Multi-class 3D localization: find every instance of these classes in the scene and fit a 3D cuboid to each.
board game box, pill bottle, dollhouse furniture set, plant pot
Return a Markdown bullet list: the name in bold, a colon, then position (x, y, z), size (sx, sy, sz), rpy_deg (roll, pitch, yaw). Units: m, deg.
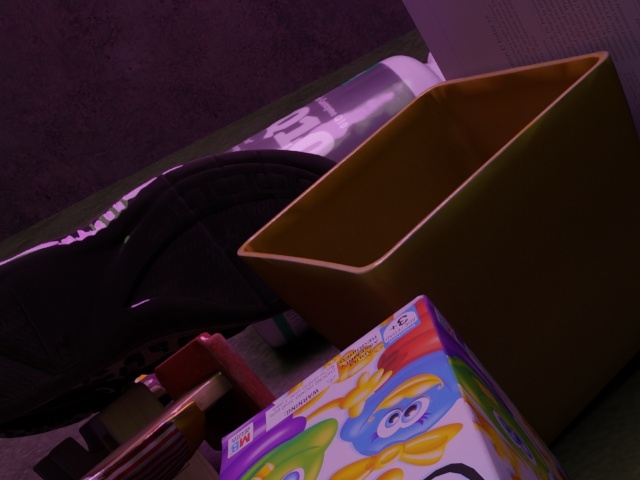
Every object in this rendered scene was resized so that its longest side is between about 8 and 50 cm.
- **board game box**: position (0.048, 0.158, 0.423), size (0.142, 0.144, 0.275), rpy_deg (-37, 15, 8)
- **pill bottle**: position (0.052, -0.062, 1.048), size (0.361, 0.204, 0.204), rpy_deg (-30, 15, -4)
- **dollhouse furniture set**: position (-0.151, 0.214, 0.713), size (0.201, 0.152, 0.374), rpy_deg (-39, 1, -30)
- **plant pot**: position (0.108, 0.019, 0.693), size (0.212, 0.187, 0.212), rpy_deg (-41, 17, -18)

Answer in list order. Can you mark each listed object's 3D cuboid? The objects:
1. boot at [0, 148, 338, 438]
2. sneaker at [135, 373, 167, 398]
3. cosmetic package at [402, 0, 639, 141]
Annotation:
- **boot**: position (-0.159, 0.060, 0.870), size (0.377, 0.138, 0.284), rpy_deg (-28, -5, -23)
- **sneaker**: position (-0.211, 0.129, 1.137), size (0.070, 0.083, 0.185), rpy_deg (-31, 15, -8)
- **cosmetic package**: position (0.198, -0.134, 0.678), size (0.097, 0.377, 0.284), rpy_deg (-39, 18, -24)
